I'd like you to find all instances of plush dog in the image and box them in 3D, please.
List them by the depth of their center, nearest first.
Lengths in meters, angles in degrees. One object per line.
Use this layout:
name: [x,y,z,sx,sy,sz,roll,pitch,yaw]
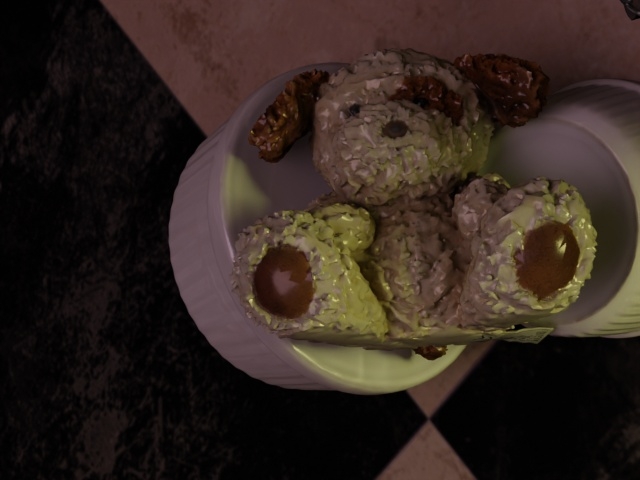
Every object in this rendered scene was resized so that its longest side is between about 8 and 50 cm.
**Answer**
plush dog: [0.068,-0.036,1.458,0.262,0.210,0.225,-6,77,7]

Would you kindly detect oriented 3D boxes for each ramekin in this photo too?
ramekin: [0.204,-0.020,1.512,0.207,0.109,0.207,7,101,38]
ramekin: [0.000,0.000,1.590,0.127,0.273,0.272,-20,84,52]

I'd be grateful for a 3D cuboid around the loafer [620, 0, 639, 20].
loafer: [0.261,-0.173,1.458,0.267,0.096,0.084,52,130,19]
